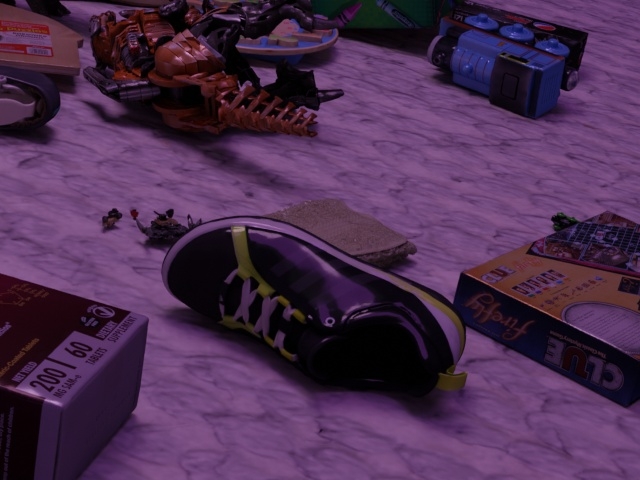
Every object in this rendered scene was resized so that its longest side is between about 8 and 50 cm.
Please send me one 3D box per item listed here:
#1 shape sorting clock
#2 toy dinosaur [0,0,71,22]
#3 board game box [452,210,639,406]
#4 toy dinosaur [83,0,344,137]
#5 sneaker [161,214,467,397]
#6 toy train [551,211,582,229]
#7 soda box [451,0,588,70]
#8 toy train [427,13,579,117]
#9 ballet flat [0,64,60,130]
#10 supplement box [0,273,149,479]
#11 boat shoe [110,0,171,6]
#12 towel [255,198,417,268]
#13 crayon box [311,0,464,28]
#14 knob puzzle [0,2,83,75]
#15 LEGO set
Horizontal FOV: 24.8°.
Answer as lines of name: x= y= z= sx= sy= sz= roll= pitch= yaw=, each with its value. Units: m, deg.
shape sorting clock: x=-0.081 y=-0.257 z=1.725 sx=0.206 sy=0.040 sz=0.206 roll=10 pitch=24 yaw=-4
toy dinosaur: x=-0.343 y=-0.330 z=1.624 sx=0.314 sy=0.160 sz=0.121 roll=16 pitch=24 yaw=7
board game box: x=0.242 y=0.047 z=1.192 sx=0.165 sy=0.042 sz=0.243 roll=27 pitch=29 yaw=32
toy dinosaur: x=-0.103 y=-0.160 z=1.430 sx=0.218 sy=0.164 sz=0.322 roll=-22 pitch=56 yaw=-28
sneaker: x=-0.006 y=0.049 z=1.025 sx=0.235 sy=0.084 sz=0.097 roll=15 pitch=25 yaw=8
toy train: x=0.253 y=-0.007 z=1.348 sx=0.083 sy=0.017 sz=0.024 roll=25 pitch=18 yaw=28
soda box: x=0.250 y=-0.256 z=1.852 sx=0.169 sy=0.053 sz=0.060 roll=17 pitch=26 yaw=15
toy train: x=0.209 y=-0.209 z=1.705 sx=0.184 sy=0.080 sz=0.105 roll=26 pitch=33 yaw=29
ballet flat: x=-0.333 y=-0.131 z=1.303 sx=0.203 sy=0.074 sz=0.074 roll=6 pitch=24 yaw=-18
supplement box: x=-0.242 y=0.068 z=0.893 sx=0.240 sy=0.073 sz=0.130 roll=15 pitch=25 yaw=11
boat shoe: x=-0.254 y=-0.357 z=1.782 sx=0.341 sy=0.110 sz=0.122 roll=-5 pitch=28 yaw=-32
towel: x=0.000 y=0.000 z=1.208 sx=0.110 sy=0.027 sz=0.148 roll=26 pitch=28 yaw=32
crayon box: x=0.100 y=-0.344 z=1.903 sx=0.165 sy=0.081 sz=0.278 roll=3 pitch=21 yaw=18
knob puzzle: x=-0.344 y=-0.207 z=1.511 sx=0.213 sy=0.030 sz=0.213 roll=9 pitch=24 yaw=-4
LEGO set: x=-0.136 y=-0.010 z=1.183 sx=0.083 sy=0.023 sz=0.054 roll=9 pitch=18 yaw=29
